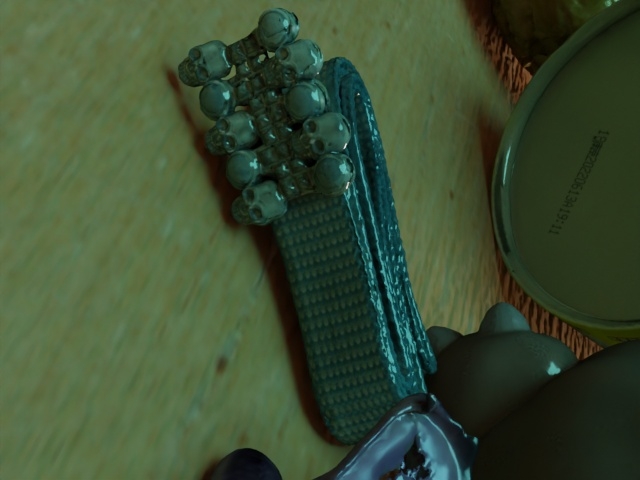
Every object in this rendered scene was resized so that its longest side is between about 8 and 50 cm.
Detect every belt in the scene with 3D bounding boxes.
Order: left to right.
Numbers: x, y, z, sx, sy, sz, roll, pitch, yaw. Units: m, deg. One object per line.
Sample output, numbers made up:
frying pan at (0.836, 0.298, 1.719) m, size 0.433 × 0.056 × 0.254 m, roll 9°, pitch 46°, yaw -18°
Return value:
belt at (0.004, -0.001, 0.411) m, size 0.100 × 0.065 × 0.179 m, roll 15°, pitch 57°, yaw -63°

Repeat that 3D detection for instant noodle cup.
instant noodle cup at (0.278, -0.024, 0.631) m, size 0.221 × 0.311 × 0.311 m, roll 21°, pitch 54°, yaw -37°

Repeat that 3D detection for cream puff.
cream puff at (0.213, -0.206, 0.782) m, size 0.189 × 0.129 × 0.189 m, roll 21°, pitch 60°, yaw -40°

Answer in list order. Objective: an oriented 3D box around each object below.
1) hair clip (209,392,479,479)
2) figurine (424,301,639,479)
hair clip at (-0.037, 0.143, 0.246) m, size 0.137 × 0.090 × 0.278 m, roll 59°, pitch 37°, yaw -6°
figurine at (0.163, 0.205, 0.388) m, size 0.203 × 0.248 × 0.380 m, roll 15°, pitch 68°, yaw -68°
